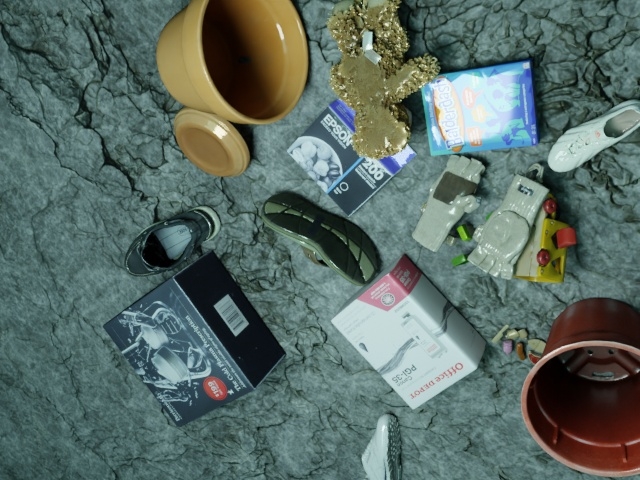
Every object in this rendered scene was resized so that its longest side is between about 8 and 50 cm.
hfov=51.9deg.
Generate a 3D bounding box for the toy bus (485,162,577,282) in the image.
[{"bbox_3d":[0.433,-0.012,1.288,0.104,0.191,0.202,13,128,-31],"label":"toy bus"}]

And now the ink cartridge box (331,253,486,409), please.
[{"bbox_3d":[0.200,0.207,1.480,0.283,0.117,0.207,47,122,0],"label":"ink cartridge box"}]

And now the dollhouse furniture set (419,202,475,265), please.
[{"bbox_3d":[0.283,-0.024,1.400,0.076,0.058,0.152,-32,76,37],"label":"dollhouse furniture set"}]

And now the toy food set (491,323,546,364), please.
[{"bbox_3d":[0.442,0.229,1.439,0.122,0.019,0.078,33,119,-2],"label":"toy food set"}]

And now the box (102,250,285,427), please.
[{"bbox_3d":[-0.328,0.260,1.708,0.312,0.179,0.343,-33,95,33],"label":"box"}]

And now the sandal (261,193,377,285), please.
[{"bbox_3d":[0.000,-0.002,1.503,0.302,0.120,0.086,34,149,10],"label":"sandal"}]

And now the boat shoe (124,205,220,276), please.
[{"bbox_3d":[-0.406,0.021,1.679,0.340,0.113,0.127,-21,102,30],"label":"boat shoe"}]

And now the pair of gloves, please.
[{"bbox_3d":[0.312,-0.052,1.306,0.240,0.042,0.204,26,98,37],"label":"pair of gloves"}]

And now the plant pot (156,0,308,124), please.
[{"bbox_3d":[-0.195,-0.375,1.335,0.203,0.291,0.291,3,113,41],"label":"plant pot"}]

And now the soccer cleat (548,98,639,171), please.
[{"bbox_3d":[0.500,-0.189,1.200,0.196,0.076,0.068,-37,93,32],"label":"soccer cleat"}]

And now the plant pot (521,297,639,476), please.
[{"bbox_3d":[0.537,0.253,1.256,0.272,0.265,0.273,8,112,20],"label":"plant pot"}]

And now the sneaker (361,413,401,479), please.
[{"bbox_3d":[0.149,0.540,1.669,0.094,0.090,0.235,11,114,30],"label":"sneaker"}]

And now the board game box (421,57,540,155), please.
[{"bbox_3d":[0.309,-0.256,1.275,0.210,0.047,0.160,-3,110,27],"label":"board game box"}]

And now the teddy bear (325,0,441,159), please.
[{"bbox_3d":[0.115,-0.332,1.290,0.245,0.113,0.338,-28,84,34],"label":"teddy bear"}]

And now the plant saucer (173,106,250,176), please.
[{"bbox_3d":[-0.255,-0.217,1.504,0.199,0.037,0.200,22,147,15],"label":"plant saucer"}]

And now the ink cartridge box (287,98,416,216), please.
[{"bbox_3d":[0.064,-0.189,1.418,0.206,0.045,0.208,47,121,1],"label":"ink cartridge box"}]
